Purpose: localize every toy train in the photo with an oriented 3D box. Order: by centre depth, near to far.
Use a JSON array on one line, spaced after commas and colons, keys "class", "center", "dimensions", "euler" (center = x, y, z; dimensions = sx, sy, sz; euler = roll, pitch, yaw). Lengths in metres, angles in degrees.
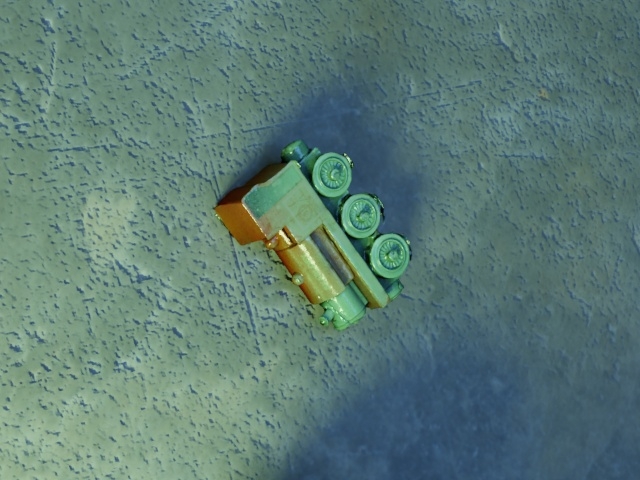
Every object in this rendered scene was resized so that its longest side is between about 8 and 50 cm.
[{"class": "toy train", "center": [0.000, 0.000, 1.508], "dimensions": [0.118, 0.074, 0.176], "euler": [-41, 107, -23]}]
